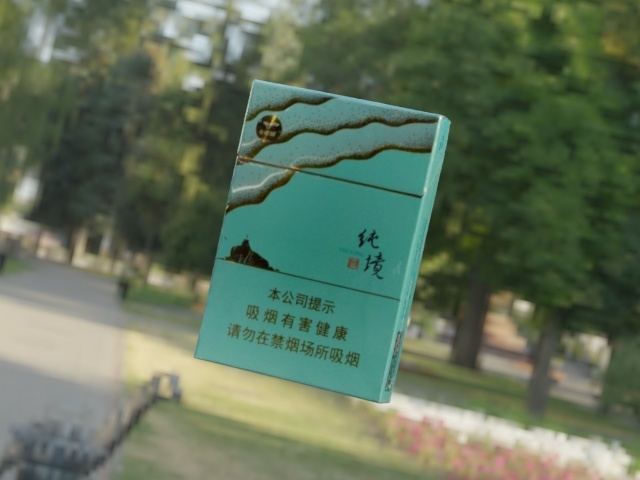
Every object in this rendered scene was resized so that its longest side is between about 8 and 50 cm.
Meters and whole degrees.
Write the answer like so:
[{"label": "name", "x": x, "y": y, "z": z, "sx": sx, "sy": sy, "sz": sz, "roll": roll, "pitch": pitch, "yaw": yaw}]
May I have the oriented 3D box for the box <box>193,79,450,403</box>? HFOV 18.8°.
[{"label": "box", "x": 0.000, "y": -0.001, "z": 1.523, "sx": 0.162, "sy": 0.229, "sz": 0.041, "roll": 13, "pitch": 0, "yaw": 17}]
